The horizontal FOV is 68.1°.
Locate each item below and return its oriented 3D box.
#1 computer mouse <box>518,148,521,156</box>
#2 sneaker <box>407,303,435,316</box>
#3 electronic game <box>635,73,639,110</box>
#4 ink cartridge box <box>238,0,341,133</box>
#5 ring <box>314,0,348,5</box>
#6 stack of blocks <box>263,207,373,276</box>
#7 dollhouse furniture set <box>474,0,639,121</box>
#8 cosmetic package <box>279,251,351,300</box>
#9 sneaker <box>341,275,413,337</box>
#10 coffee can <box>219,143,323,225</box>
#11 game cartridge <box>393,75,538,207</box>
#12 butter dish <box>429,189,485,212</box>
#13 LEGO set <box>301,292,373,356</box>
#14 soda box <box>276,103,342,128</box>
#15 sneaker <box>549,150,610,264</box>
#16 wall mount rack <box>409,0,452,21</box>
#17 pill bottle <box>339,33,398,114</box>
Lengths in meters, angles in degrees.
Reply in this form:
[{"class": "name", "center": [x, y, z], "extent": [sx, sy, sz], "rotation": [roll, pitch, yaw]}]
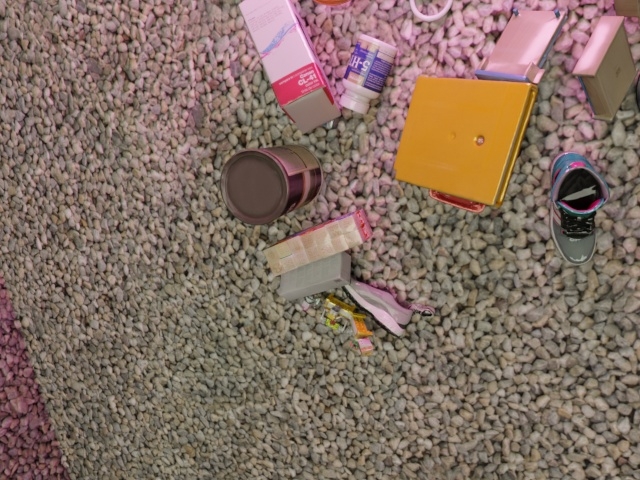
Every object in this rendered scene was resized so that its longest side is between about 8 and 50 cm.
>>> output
[{"class": "computer mouse", "center": [0.427, -0.294, 1.257], "extent": [0.242, 0.041, 0.071], "rotation": [43, 105, 13]}, {"class": "sneaker", "center": [0.302, 0.212, 1.429], "extent": [0.083, 0.037, 0.032], "rotation": [2, 106, 21]}, {"class": "electronic game", "center": [0.850, -0.357, 1.073], "extent": [0.229, 0.048, 0.229], "rotation": [8, 114, 17]}, {"class": "ink cartridge box", "center": [-0.073, -0.469, 1.249], "extent": [0.131, 0.226, 0.306], "rotation": [-22, 82, 12]}, {"class": "ring", "center": [0.035, -0.786, 1.208], "extent": [0.336, 0.032, 0.337], "rotation": [14, 113, 37]}, {"class": "stack of blocks", "center": [0.000, 0.000, 1.412], "extent": [0.297, 0.171, 0.087], "rotation": [-21, 96, 23]}, {"class": "dollhouse furniture set", "center": [0.578, -0.460, 1.140], "extent": [0.303, 0.198, 0.286], "rotation": [28, 91, 44]}, {"class": "cosmetic package", "center": [-0.018, 0.110, 1.462], "extent": [0.239, 0.060, 0.099], "rotation": [-19, 54, 34]}, {"class": "sneaker", "center": [0.163, 0.176, 1.451], "extent": [0.271, 0.100, 0.108], "rotation": [39, 82, 14]}, {"class": "coffee can", "center": [-0.130, -0.170, 1.358], "extent": [0.201, 0.275, 0.202], "rotation": [5, 106, 19]}, {"class": "game cartridge", "center": [0.344, -0.258, 1.191], "extent": [0.323, 0.052, 0.285], "rotation": [26, 106, 46]}, {"class": "butter dish", "center": [0.380, -0.159, 1.260], "extent": [0.160, 0.118, 0.160], "rotation": [21, 109, 14]}, {"class": "LEGO set", "center": [0.069, 0.274, 1.479], "extent": [0.287, 0.132, 0.107], "rotation": [39, 121, 32]}, {"class": "soda box", "center": [-0.034, -0.383, 1.386], "extent": [0.183, 0.058, 0.063], "rotation": [22, 110, 14]}, {"class": "sneaker", "center": [0.631, -0.065, 1.157], "extent": [0.123, 0.178, 0.296], "rotation": [-8, 101, 22]}, {"class": "wall mount rack", "center": [0.305, -0.730, 1.132], "extent": [0.304, 0.130, 0.350], "rotation": [-1, 104, 21]}, {"class": "pill bottle", "center": [0.123, -0.446, 1.283], "extent": [0.112, 0.112, 0.187], "rotation": [27, 111, 12]}]
